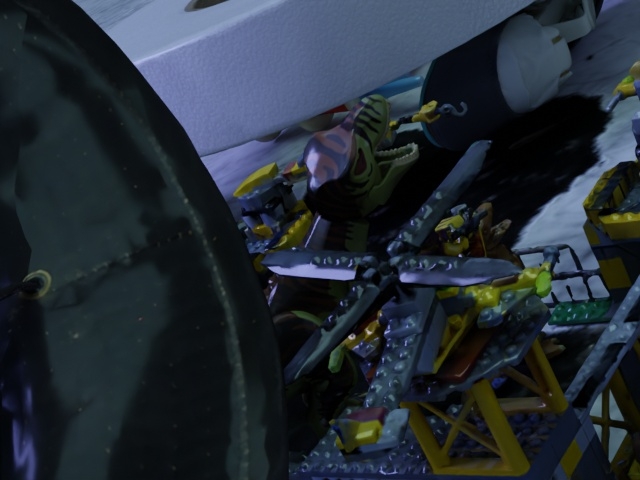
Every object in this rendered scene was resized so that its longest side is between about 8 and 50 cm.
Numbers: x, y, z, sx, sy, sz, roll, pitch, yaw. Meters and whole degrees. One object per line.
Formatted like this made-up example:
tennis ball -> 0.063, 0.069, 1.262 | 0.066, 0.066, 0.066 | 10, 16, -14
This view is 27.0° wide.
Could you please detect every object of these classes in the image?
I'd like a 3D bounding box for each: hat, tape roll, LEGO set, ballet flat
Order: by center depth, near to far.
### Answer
hat -> -0.160, 0.067, 0.378 | 0.331, 0.134, 0.331 | -1, 57, 2
LEGO set -> 0.000, 0.000, 0.516 | 0.331, 0.192, 0.255 | -2, 33, 47
ballet flat -> 0.127, -0.121, 0.819 | 0.074, 0.074, 0.203 | -11, 24, 36
tape roll -> 0.018, -0.173, 0.886 | 0.392, 0.072, 0.392 | -24, 17, 8

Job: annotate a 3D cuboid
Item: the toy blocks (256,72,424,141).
toy blocks -> 0.026, -0.126, 0.964 | 0.148, 0.054, 0.123 | -8, 29, 40
